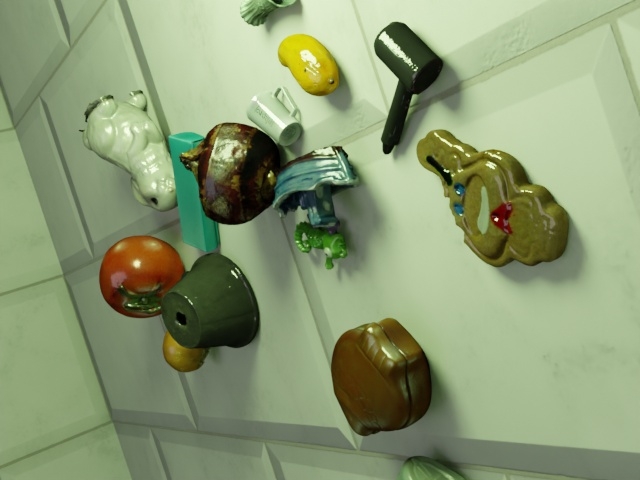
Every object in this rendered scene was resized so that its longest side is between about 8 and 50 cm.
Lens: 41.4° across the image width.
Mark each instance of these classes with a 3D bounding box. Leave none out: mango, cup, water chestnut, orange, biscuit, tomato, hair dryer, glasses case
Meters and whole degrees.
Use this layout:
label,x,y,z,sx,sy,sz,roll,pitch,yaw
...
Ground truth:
label,x,y,z,sx,sy,sz,roll,pitch,yaw
mango,-0.024,-0.340,1.622,0.190,0.075,0.098,49,137,43
cup,-0.089,-0.267,1.778,0.116,0.074,0.104,45,112,31
water chestnut,-0.197,-0.147,1.859,0.223,0.238,0.224,4,-90,-84
orange,-0.385,0.307,2.469,0.134,0.154,0.155,-4,105,23
biscuit,0.259,-0.069,1.352,0.320,0.047,0.183,54,142,29
tomato,-0.521,0.106,2.482,0.256,0.256,0.224,113,146,-48
hair dryer,0.131,-0.248,1.453,0.114,0.070,0.248,52,153,26
glasses case,-0.323,-0.127,2.217,0.117,0.070,0.301,21,122,45

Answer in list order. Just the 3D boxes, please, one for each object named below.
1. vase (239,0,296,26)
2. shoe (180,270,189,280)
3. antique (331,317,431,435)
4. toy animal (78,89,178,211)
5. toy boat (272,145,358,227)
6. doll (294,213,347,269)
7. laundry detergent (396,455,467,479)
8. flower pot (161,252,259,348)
label,x,y,z,sx,sy,sz,roll,pitch,yaw
vase,-0.109,-0.476,1.683,0.148,0.081,0.081,-14,94,62
shoe,-0.313,0.148,2.358,0.179,0.049,0.071,43,128,19
antique,0.122,0.268,1.662,0.223,0.129,0.278,48,142,34
toy animal,-0.507,-0.228,2.353,0.258,0.194,0.357,-35,84,48
toy boat,-0.014,-0.091,1.681,0.309,0.129,0.142,-20,74,60
doll,0.000,0.000,1.789,0.190,0.050,0.115,24,119,52
laundry detergent,0.235,0.642,1.700,0.264,0.125,0.398,39,139,40
flower pot,-0.306,0.178,2.212,0.269,0.166,0.269,17,115,40
